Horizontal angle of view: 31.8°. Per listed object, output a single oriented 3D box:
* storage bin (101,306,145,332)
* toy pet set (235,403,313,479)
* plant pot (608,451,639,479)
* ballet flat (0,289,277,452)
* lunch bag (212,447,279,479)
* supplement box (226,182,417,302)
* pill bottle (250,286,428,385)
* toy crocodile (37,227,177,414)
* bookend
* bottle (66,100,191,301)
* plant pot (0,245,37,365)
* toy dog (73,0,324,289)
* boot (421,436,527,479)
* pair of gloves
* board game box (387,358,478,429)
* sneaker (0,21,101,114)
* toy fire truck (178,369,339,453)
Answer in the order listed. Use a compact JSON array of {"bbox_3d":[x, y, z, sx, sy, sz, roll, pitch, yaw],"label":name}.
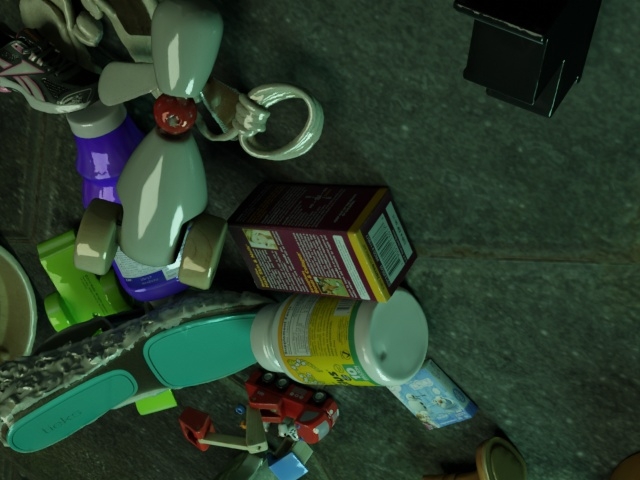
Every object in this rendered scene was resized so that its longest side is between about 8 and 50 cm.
[{"bbox_3d":[-0.231,0.149,1.562,0.135,0.091,0.098,-11,159,-5],"label":"storage bin"},{"bbox_3d":[-0.074,0.305,1.683,0.122,0.065,0.114,-14,120,49],"label":"toy pet set"},{"bbox_3d":[0.421,0.401,1.238,0.290,0.203,0.291,24,143,19],"label":"plant pot"},{"bbox_3d":[-0.245,0.136,1.462,0.147,0.408,0.147,159,90,-83],"label":"ballet flat"},{"bbox_3d":[-0.143,0.478,1.786,0.168,0.235,0.287,22,142,26],"label":"lunch bag"},{"bbox_3d":[0.000,0.000,1.267,0.188,0.081,0.104,5,133,38],"label":"supplement box"},{"bbox_3d":[0.016,0.115,1.350,0.208,0.118,0.118,-5,126,44],"label":"pill bottle"},{"bbox_3d":[-0.306,0.127,1.666,0.115,0.105,0.341,-27,116,7],"label":"toy crocodile"},{"bbox_3d":[0.161,-0.155,0.890,0.072,0.156,0.157,24,143,18],"label":"bookend"},{"bbox_3d":[-0.229,-0.052,1.374,0.092,0.118,0.283,-117,7,-48],"label":"bottle"},{"bbox_3d":[-0.688,0.112,1.826,0.305,0.334,0.334,19,142,42],"label":"plant pot"},{"bbox_3d":[-0.154,-0.103,1.221,0.220,0.161,0.334,31,113,-13],"label":"toy dog"},{"bbox_3d":[0.195,0.321,1.463,0.152,0.073,0.197,8,132,41],"label":"boot"},{"bbox_3d":[-0.254,-0.244,1.254,0.240,0.042,0.204,16,139,30],"label":"pair of gloves"},{"bbox_3d":[0.138,0.195,1.415,0.090,0.020,0.090,46,144,-9],"label":"board game box"},{"bbox_3d":[-0.321,-0.199,1.274,0.178,0.072,0.077,17,129,23],"label":"sneaker"},{"bbox_3d":[-0.086,0.251,1.572,0.192,0.135,0.047,17,140,27],"label":"toy fire truck"}]
